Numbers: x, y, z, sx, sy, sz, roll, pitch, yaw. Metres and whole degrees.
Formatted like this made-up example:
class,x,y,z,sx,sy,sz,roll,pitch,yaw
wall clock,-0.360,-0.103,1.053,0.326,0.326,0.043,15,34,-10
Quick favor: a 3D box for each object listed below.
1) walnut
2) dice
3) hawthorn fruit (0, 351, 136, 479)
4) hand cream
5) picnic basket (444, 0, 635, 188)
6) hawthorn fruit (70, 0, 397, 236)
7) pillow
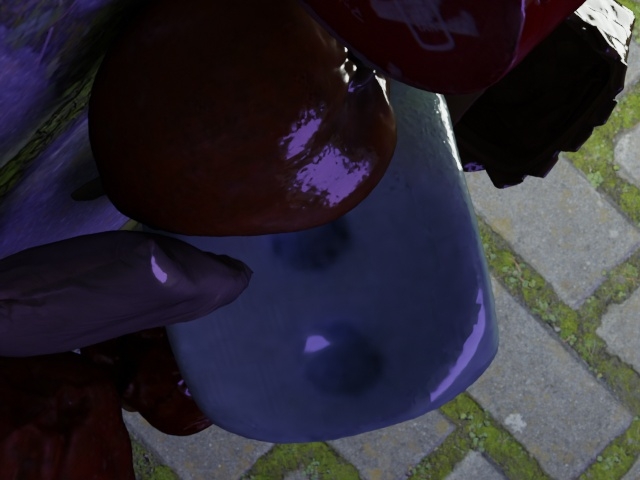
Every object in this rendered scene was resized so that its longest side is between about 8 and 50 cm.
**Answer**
class,x,y,z,sx,sy,sz,roll,pitch,yaw
walnut,-0.166,0.084,1.592,0.269,0.221,0.244,-53,-152,2
dice,0.000,0.000,1.161,0.264,0.263,0.268,-13,-159,4
hawthorn fruit,-0.285,0.192,1.124,0.258,0.258,0.262,-45,160,-4
hand cream,0.065,-0.204,0.702,0.149,0.230,0.230,-44,176,-23
picnic basket,0.176,-0.197,1.465,0.254,0.291,0.321,-48,-176,39
hawthorn fruit,-0.074,-0.082,0.916,0.251,0.199,0.199,-27,-178,18
pillow,-0.178,0.041,0.971,0.270,0.067,0.173,-13,167,29
